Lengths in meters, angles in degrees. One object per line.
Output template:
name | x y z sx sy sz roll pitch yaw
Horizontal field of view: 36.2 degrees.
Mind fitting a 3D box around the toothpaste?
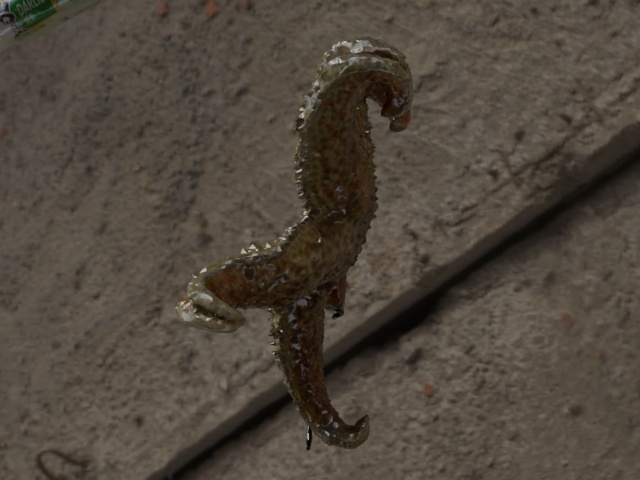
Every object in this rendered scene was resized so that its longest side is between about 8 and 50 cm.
toothpaste | -0.221 -0.237 0.889 0.314 0.058 0.056 -15 71 42

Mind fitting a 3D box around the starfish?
starfish | 0.002 0.003 0.691 0.113 0.312 0.303 12 106 12
